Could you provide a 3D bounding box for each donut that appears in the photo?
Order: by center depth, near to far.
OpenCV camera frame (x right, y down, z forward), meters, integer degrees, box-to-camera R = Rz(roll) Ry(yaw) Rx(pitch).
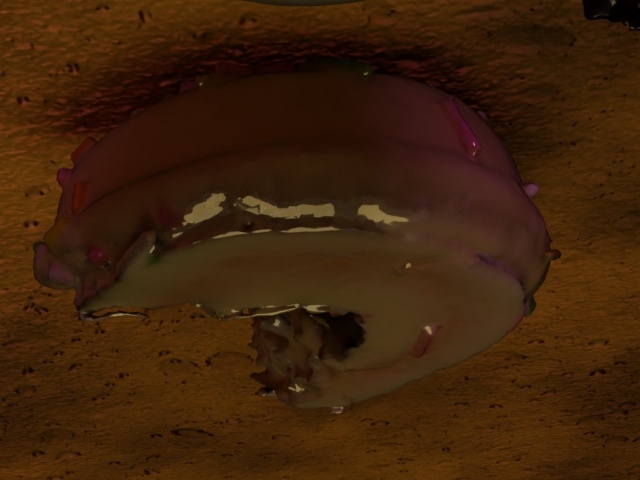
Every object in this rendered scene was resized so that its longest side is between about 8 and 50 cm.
[{"bbox_3d":[0.002,-0.005,1.109,0.307,0.150,0.371,-20,151,26],"label":"donut"}]

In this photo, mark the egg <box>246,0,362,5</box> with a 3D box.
[{"bbox_3d":[-0.009,-0.237,0.483,0.278,0.278,0.336,-5,151,-2],"label":"egg"}]

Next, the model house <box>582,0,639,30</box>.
[{"bbox_3d":[0.242,-0.176,0.880,0.203,0.141,0.164,11,179,11],"label":"model house"}]
